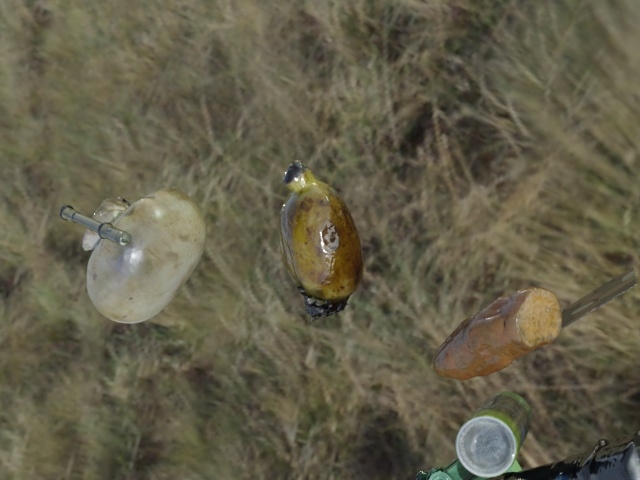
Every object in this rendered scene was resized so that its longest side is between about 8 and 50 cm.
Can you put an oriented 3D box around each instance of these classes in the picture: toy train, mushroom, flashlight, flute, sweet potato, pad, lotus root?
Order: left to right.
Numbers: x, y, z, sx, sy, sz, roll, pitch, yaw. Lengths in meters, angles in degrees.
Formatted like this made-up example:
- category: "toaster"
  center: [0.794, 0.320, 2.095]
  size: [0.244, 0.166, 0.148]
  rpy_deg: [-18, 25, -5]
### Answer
- category: "flute"
  center: [-0.333, -0.022, 1.595]
  size: [0.233, 0.027, 0.027]
  rpy_deg: [18, 87, 55]
- category: "mushroom"
  center: [-0.293, 0.021, 1.764]
  size: [0.255, 0.184, 0.255]
  rpy_deg: [-156, 90, -85]
- category: "lotus root"
  center: [0.000, 0.000, 1.981]
  size: [0.169, 0.141, 0.314]
  rpy_deg: [-149, 44, -65]
- category: "toy train"
  center: [0.257, 0.427, 1.881]
  size: [0.200, 0.132, 0.083]
  rpy_deg: [-32, -3, -20]
- category: "sweet potato"
  center: [0.241, 0.143, 1.540]
  size: [0.251, 0.097, 0.097]
  rpy_deg: [-38, 42, 44]
- category: "flashlight"
  center: [0.365, 0.366, 1.591]
  size: [0.424, 0.103, 0.103]
  rpy_deg: [138, 143, -60]
- category: "pad"
  center: [0.397, 0.116, 1.712]
  size: [0.235, 0.003, 0.158]
  rpy_deg: [-34, -1, 16]

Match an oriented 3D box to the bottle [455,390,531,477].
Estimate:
- category: "bottle"
  center: [0.282, 0.301, 1.722]
  size: [0.093, 0.330, 0.093]
  rpy_deg: [0, 89, 15]
